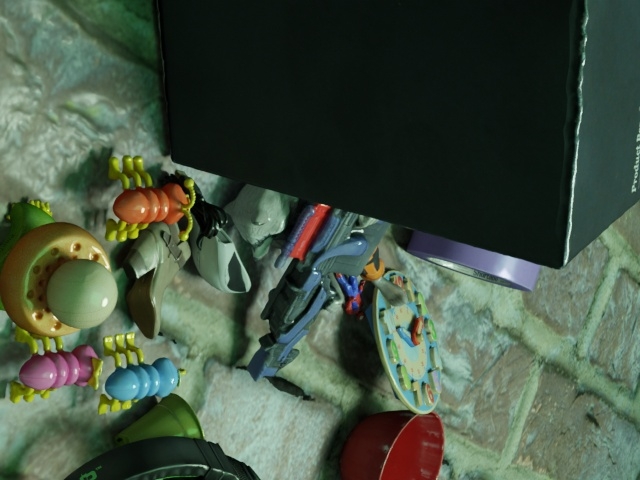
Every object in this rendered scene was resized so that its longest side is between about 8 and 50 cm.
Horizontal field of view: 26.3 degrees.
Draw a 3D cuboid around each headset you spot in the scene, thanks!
[{"bbox_3d":[-0.156,0.325,1.530,0.243,0.185,0.394,-49,134,12],"label":"headset"}]

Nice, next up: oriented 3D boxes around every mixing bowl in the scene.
[{"bbox_3d":[0.091,0.317,1.958,0.181,0.098,0.181,-28,125,-49],"label":"mixing bowl"}]

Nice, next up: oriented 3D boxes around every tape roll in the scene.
[{"bbox_3d":[0.223,0.007,1.941,0.189,0.189,0.080,25,83,-58],"label":"tape roll"}]

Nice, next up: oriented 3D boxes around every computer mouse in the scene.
[{"bbox_3d":[-0.123,0.007,1.509,0.042,0.106,0.193,-38,146,-14],"label":"computer mouse"}]

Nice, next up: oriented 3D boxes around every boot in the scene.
[{"bbox_3d":[-0.173,0.037,1.483,0.087,0.042,0.118,-44,138,-42],"label":"boot"}]

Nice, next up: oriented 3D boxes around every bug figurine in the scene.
[{"bbox_3d":[-0.214,0.062,1.369,0.216,0.072,0.279,-11,112,-43],"label":"bug figurine"}]

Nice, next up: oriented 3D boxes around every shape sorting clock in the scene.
[{"bbox_3d":[0.125,0.141,1.914,0.206,0.040,0.206,44,34,-42],"label":"shape sorting clock"}]

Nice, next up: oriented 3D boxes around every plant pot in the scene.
[{"bbox_3d":[-0.184,0.223,1.522,0.079,0.083,0.083,-25,125,-37],"label":"plant pot"}]

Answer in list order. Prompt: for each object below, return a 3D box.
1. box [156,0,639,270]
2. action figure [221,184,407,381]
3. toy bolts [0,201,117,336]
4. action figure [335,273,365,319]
[{"bbox_3d":[0.158,-0.239,1.456,0.472,0.480,0.297,-32,129,-47],"label":"box"},{"bbox_3d":[0.000,0.000,1.679,0.330,0.178,0.341,12,118,-51],"label":"action figure"},{"bbox_3d":[-0.302,0.056,1.148,0.218,0.158,0.228,42,77,-39],"label":"toy bolts"},{"bbox_3d":[0.043,0.067,1.843,0.038,0.030,0.115,-56,146,-34],"label":"action figure"}]
